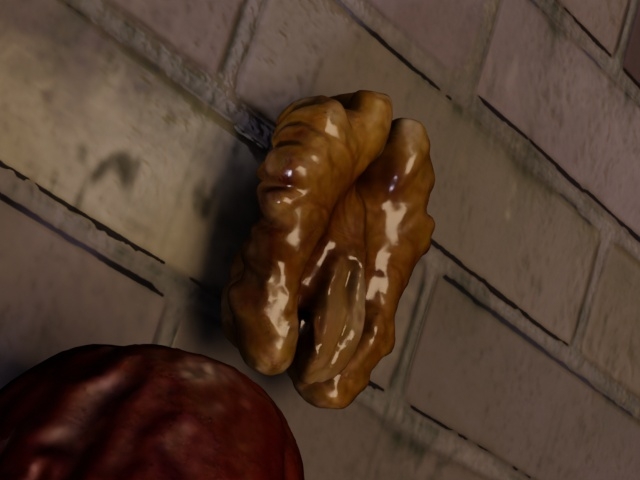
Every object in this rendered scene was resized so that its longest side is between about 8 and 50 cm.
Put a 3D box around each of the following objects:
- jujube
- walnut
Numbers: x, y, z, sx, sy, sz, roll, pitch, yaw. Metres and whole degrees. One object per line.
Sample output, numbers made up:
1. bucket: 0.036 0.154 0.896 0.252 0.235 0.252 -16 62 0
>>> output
1. jujube: -0.101 0.163 0.732 0.183 0.183 0.243 43 56 -43
2. walnut: 0.000 0.000 0.926 0.143 0.069 0.170 38 66 -46
